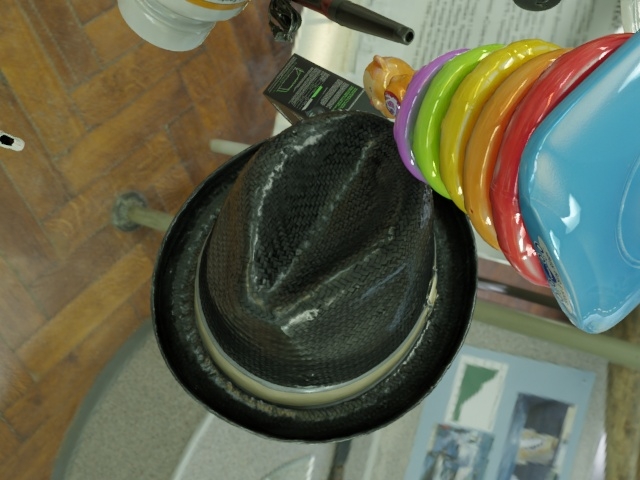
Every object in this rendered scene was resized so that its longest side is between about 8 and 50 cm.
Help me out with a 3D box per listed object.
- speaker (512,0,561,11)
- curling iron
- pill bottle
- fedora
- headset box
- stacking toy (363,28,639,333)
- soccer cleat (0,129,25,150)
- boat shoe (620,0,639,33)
[{"bbox_3d":[0.233,-0.309,0.794,0.055,0.055,0.136,41,54,-49],"label":"speaker"},{"bbox_3d":[0.020,-0.254,0.885,0.035,0.274,0.068,-2,109,-37],"label":"curling iron"},{"bbox_3d":[-0.105,-0.300,0.724,0.136,0.246,0.136,19,51,-26],"label":"pill bottle"},{"bbox_3d":[0.000,0.000,0.667,0.334,0.334,0.152,-52,164,-26],"label":"fedora"},{"bbox_3d":[0.043,-0.288,1.816,0.131,0.283,0.246,-52,142,-2],"label":"headset box"},{"bbox_3d":[0.119,-0.083,0.544,0.166,0.302,0.175,-43,130,-10],"label":"stacking toy"},{"bbox_3d":[-0.534,-0.170,1.264,0.035,0.083,0.029,44,66,-77],"label":"soccer cleat"},{"bbox_3d":[0.362,-0.294,0.803,0.066,0.063,0.184,-27,123,-45],"label":"boat shoe"}]
